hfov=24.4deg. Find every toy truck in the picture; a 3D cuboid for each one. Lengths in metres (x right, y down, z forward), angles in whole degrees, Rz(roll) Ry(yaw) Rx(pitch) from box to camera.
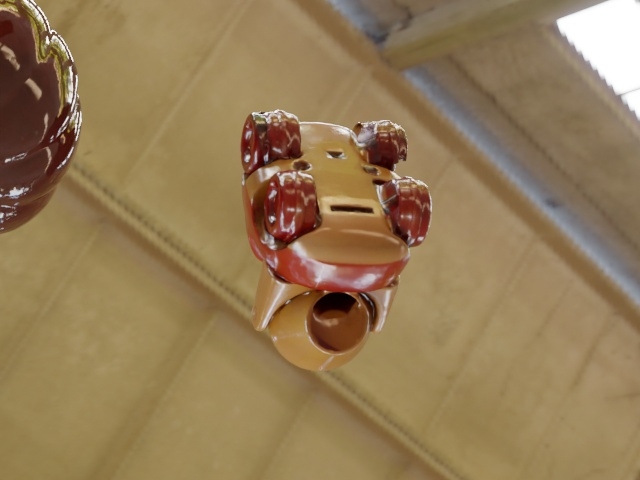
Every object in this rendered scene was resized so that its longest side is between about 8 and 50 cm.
[{"bbox_3d":[0.000,0.000,1.657,0.189,0.239,0.265,4,-143,-17],"label":"toy truck"}]

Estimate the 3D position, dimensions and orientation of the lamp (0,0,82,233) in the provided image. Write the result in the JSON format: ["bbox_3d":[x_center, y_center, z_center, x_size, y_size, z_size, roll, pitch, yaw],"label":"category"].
[{"bbox_3d":[-0.386,-0.135,1.460,0.303,0.303,0.257,44,-147,-26],"label":"lamp"}]
